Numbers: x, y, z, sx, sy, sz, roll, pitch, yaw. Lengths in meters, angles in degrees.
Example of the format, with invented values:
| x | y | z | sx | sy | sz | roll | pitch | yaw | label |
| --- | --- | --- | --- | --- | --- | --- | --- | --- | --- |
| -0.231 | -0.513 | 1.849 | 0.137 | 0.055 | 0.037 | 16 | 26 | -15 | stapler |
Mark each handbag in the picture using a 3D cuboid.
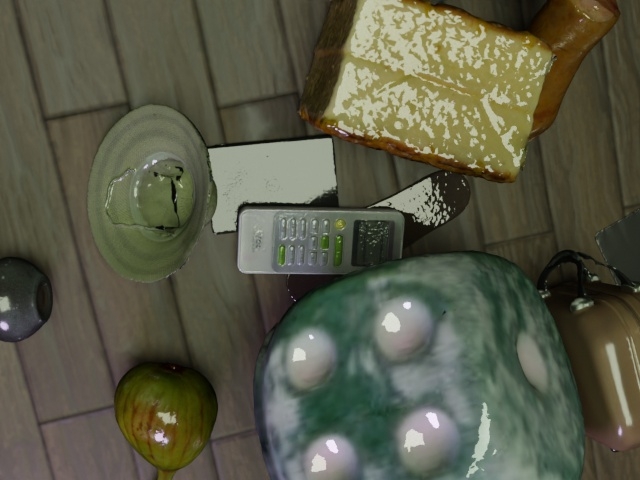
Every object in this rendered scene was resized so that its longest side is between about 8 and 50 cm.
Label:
| x | y | z | sx | sy | sz | roll | pitch | yaw | label |
| --- | --- | --- | --- | --- | --- | --- | --- | --- | --- |
| 0.407 | 0.147 | 1.440 | 0.149 | 0.302 | 0.283 | -17 | 95 | -9 | handbag |

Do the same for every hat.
| x | y | z | sx | sy | sz | roll | pitch | yaw | label |
| --- | --- | --- | --- | --- | --- | --- | --- | --- | --- |
| -0.207 | -0.063 | 1.382 | 0.110 | 0.252 | 0.251 | 4 | 101 | -53 | hat |

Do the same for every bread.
| x | y | z | sx | sy | sz | roll | pitch | yaw | label |
| --- | --- | --- | --- | --- | --- | --- | --- | --- | --- |
| 0.132 | -0.215 | 1.347 | 0.279 | 0.279 | 0.207 | 15 | 98 | -9 | bread |

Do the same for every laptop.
| x | y | z | sx | sy | sz | roll | pitch | yaw | label |
| --- | --- | --- | --- | --- | --- | --- | --- | --- | --- |
| -0.071 | -0.084 | 1.461 | 0.197 | 0.016 | 0.135 | -6 | 101 | -8 | laptop |

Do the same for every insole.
| x | y | z | sx | sy | sz | roll | pitch | yaw | label |
| --- | --- | --- | --- | --- | --- | --- | --- | --- | --- |
| 0.089 | -0.007 | 1.504 | 0.328 | 0.007 | 0.111 | -32 | 104 | -4 | insole |

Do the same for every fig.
| x | y | z | sx | sy | sz | roll | pitch | yaw | label |
| --- | --- | --- | --- | --- | --- | --- | --- | --- | --- |
| -0.232 | 0.308 | 1.429 | 0.152 | 0.151 | 0.259 | 6 | 102 | -11 | fig |

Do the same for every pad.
| x | y | z | sx | sy | sz | roll | pitch | yaw | label |
| --- | --- | --- | --- | --- | --- | --- | --- | --- | --- |
| 0.532 | 0.001 | 1.585 | 0.157 | 0.003 | 0.112 | -29 | 102 | -5 | pad |

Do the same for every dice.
| x | y | z | sx | sy | sz | roll | pitch | yaw | label |
| --- | --- | --- | --- | --- | --- | --- | --- | --- | --- |
| 0.136 | 0.219 | 1.323 | 0.348 | 0.330 | 0.327 | -21 | 69 | 28 | dice |

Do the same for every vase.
| x | y | z | sx | sy | sz | roll | pitch | yaw | label |
| --- | --- | --- | --- | --- | --- | --- | --- | --- | --- |
| -0.475 | 0.084 | 1.371 | 0.183 | 0.120 | 0.120 | -1 | 99 | 4 | vase |

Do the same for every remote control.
| x | y | z | sx | sy | sz | roll | pitch | yaw | label |
| --- | --- | --- | --- | --- | --- | --- | --- | --- | --- |
| 0.000 | 0.000 | 1.465 | 0.250 | 0.034 | 0.103 | 2 | 105 | -11 | remote control |

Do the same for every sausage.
| x | y | z | sx | sy | sz | roll | pitch | yaw | label |
| --- | --- | --- | --- | --- | --- | --- | --- | --- | --- |
| 0.326 | -0.250 | 1.409 | 0.109 | 0.108 | 0.270 | 9 | 136 | -11 | sausage |
